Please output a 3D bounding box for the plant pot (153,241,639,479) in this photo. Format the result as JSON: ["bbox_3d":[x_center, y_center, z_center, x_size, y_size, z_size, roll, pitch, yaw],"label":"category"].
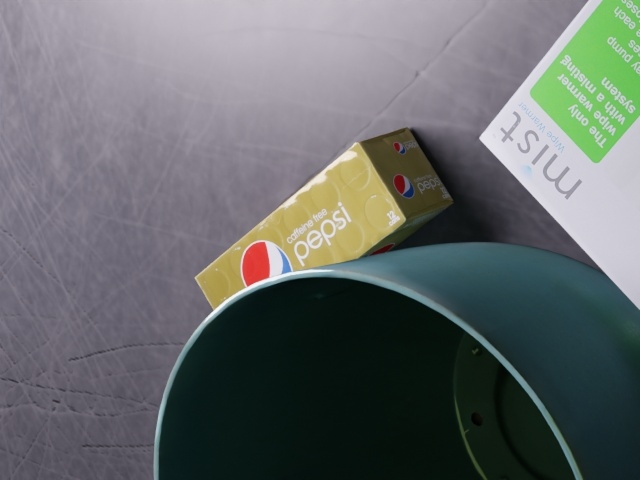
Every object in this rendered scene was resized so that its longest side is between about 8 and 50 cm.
[{"bbox_3d":[0.091,0.133,1.021,0.293,0.235,0.293,11,109,36],"label":"plant pot"}]

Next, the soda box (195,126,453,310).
[{"bbox_3d":[0.000,0.000,1.169,0.181,0.058,0.061,-38,78,38],"label":"soda box"}]

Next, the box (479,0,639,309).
[{"bbox_3d":[0.257,-0.050,0.915,0.262,0.127,0.231,49,125,15],"label":"box"}]
